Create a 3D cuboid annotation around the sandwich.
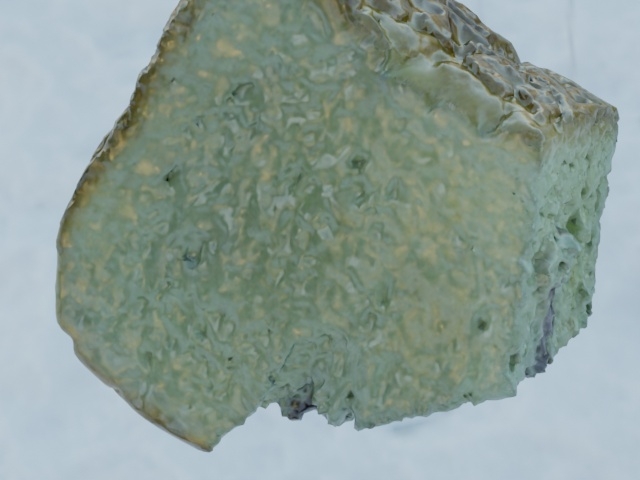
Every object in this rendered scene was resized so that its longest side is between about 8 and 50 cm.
[{"bbox_3d":[0.000,0.000,0.344,0.093,0.105,0.036,42,28,8],"label":"sandwich"}]
